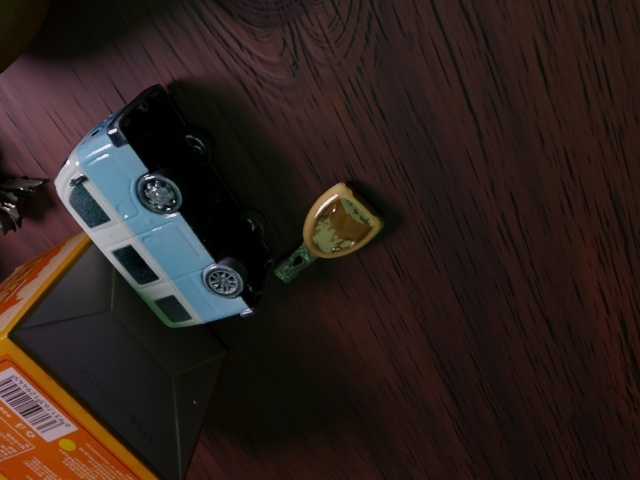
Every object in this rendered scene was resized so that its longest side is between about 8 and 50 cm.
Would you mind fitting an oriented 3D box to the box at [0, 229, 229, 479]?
[{"bbox_3d":[-0.306,0.172,0.749,0.214,0.259,0.283,-25,115,18],"label":"box"}]

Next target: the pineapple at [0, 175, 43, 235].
[{"bbox_3d":[-0.483,-0.093,0.707,0.251,0.125,0.125,35,119,-26],"label":"pineapple"}]

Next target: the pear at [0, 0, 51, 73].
[{"bbox_3d":[-0.395,-0.282,0.439,0.362,0.362,0.418,22,118,-7],"label":"pear"}]

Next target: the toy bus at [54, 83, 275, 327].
[{"bbox_3d":[-0.189,-0.027,0.692,0.165,0.133,0.271,-19,119,21],"label":"toy bus"}]

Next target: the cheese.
[{"bbox_3d":[0.000,-0.001,0.743,0.086,0.036,0.162,42,116,-17],"label":"cheese"}]
